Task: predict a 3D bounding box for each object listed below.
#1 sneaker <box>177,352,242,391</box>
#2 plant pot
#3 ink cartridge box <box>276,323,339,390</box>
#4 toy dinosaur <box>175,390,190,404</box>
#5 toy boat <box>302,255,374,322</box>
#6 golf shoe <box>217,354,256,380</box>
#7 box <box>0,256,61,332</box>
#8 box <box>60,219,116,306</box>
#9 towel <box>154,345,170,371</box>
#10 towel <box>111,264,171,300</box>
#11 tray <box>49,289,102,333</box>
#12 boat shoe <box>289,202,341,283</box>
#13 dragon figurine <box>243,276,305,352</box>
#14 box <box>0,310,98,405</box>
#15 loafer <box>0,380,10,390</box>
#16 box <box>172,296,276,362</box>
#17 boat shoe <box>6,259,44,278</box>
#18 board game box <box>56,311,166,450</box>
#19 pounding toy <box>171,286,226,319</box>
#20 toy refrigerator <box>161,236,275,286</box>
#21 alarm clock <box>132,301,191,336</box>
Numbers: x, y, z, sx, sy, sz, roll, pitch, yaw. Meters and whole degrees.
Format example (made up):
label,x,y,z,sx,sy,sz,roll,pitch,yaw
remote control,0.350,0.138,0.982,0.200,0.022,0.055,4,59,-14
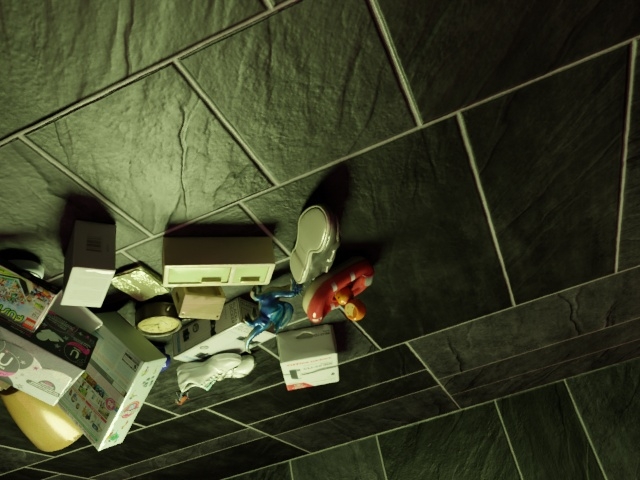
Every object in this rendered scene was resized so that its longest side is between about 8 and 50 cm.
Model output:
label,x,y,z,sx,sy,sz,roll,pitch,yaw
sneaker,-0.342,0.417,1.843,0.212,0.094,0.080,-17,146,7
plant pot,-0.876,0.495,1.852,0.237,0.237,0.254,-17,135,7
ink cartridge box,-0.041,0.415,2.080,0.197,0.114,0.273,-10,146,-3
toy dinosaur,-0.529,0.601,2.249,0.047,0.090,0.082,16,108,-14
toy boat,0.068,0.159,1.643,0.231,0.151,0.151,-29,152,-18
golf shoe,-0.322,0.441,2.064,0.198,0.077,0.094,-20,146,10
box,-0.716,0.111,1.347,0.207,0.036,0.114,32,101,-13
box,-0.533,0.056,1.360,0.091,0.130,0.170,8,143,-28
towel,-0.657,0.374,1.860,0.227,0.076,0.308,-32,141,33
towel,-0.477,0.115,1.563,0.110,0.027,0.148,-20,146,13
tray,-0.731,0.243,1.595,0.270,0.030,0.145,-35,113,12
boat shoe,0.000,0.000,1.488,0.095,0.112,0.335,-18,157,-24
dragon figurine,-0.131,0.208,1.664,0.144,0.289,0.085,17,-173,12
box,-0.736,0.282,1.516,0.247,0.142,0.163,37,110,-20
loafer,-0.902,0.374,1.719,0.365,0.130,0.134,-23,146,16
box,-0.300,0.291,1.832,0.290,0.087,0.169,-29,144,23
boat shoe,-0.800,0.134,1.415,0.301,0.102,0.108,-17,147,8
board game box,-0.591,0.386,1.643,0.303,0.224,0.097,-60,157,13
pounding toy,-0.326,0.154,1.590,0.130,0.141,0.100,9,113,-29
toy refrigerator,-0.257,0.056,1.485,0.269,0.094,0.102,0,145,-19
alarm clock,-0.483,0.230,1.701,0.192,0.064,0.129,-23,146,12
